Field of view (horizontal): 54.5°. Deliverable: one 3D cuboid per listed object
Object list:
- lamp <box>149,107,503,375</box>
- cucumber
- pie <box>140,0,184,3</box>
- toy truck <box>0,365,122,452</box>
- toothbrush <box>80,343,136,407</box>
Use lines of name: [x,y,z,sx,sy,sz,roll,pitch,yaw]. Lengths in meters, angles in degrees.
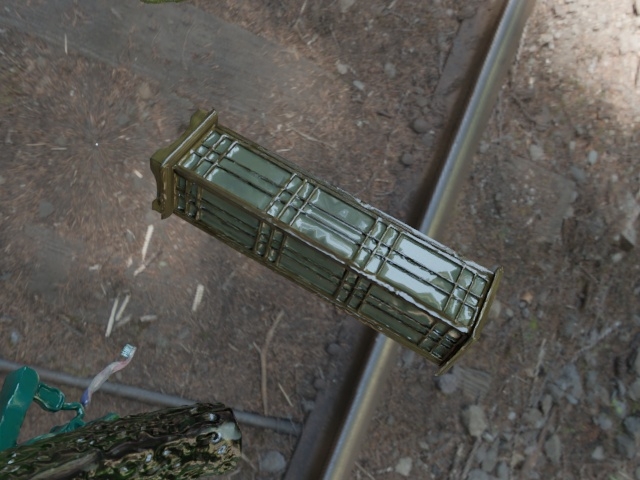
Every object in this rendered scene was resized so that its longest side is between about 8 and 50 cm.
lamp: [0.000,0.000,0.583,0.325,0.089,0.090,30,55,7]
cucumber: [-0.126,0.132,0.357,0.187,0.058,0.058,-3,101,-51]
pie: [-0.350,-0.696,1.524,0.323,0.323,0.071,-35,151,-12]
toy truck: [-0.274,0.300,0.534,0.176,0.364,0.178,-26,122,27]
toothbrush: [-0.343,0.215,1.016,0.027,0.269,0.021,23,95,-5]
